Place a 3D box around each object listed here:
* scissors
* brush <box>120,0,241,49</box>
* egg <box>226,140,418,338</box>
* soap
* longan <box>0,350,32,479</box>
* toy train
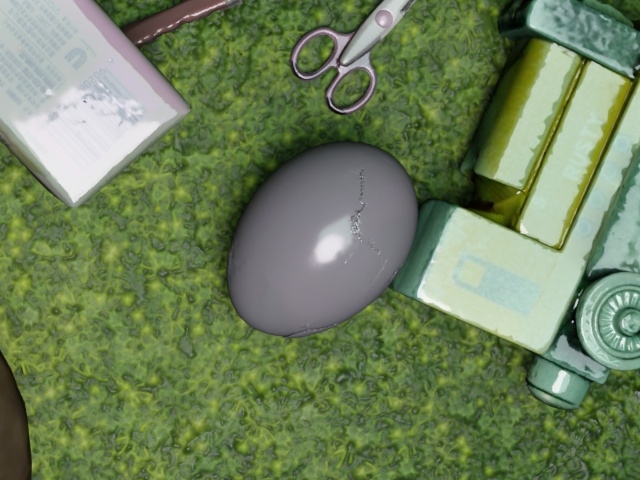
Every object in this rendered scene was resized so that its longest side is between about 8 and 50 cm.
[{"bbox_3d":[0.053,-0.200,1.789,0.085,0.022,0.176,43,88,-8],"label":"scissors"},{"bbox_3d":[-0.040,-0.244,1.738,0.301,0.084,0.071,-23,137,-2],"label":"brush"},{"bbox_3d":[0.000,0.000,1.732,0.146,0.146,0.199,37,97,-13],"label":"egg"},{"bbox_3d":[-0.231,-0.141,1.649,0.138,0.182,0.199,-43,103,-4],"label":"soap"},{"bbox_3d":[-0.427,0.183,1.544,0.391,0.391,0.391,-1,95,-13],"label":"longan"},{"bbox_3d":[0.238,-0.053,1.781,0.253,0.160,0.397,24,90,-8],"label":"toy train"}]
